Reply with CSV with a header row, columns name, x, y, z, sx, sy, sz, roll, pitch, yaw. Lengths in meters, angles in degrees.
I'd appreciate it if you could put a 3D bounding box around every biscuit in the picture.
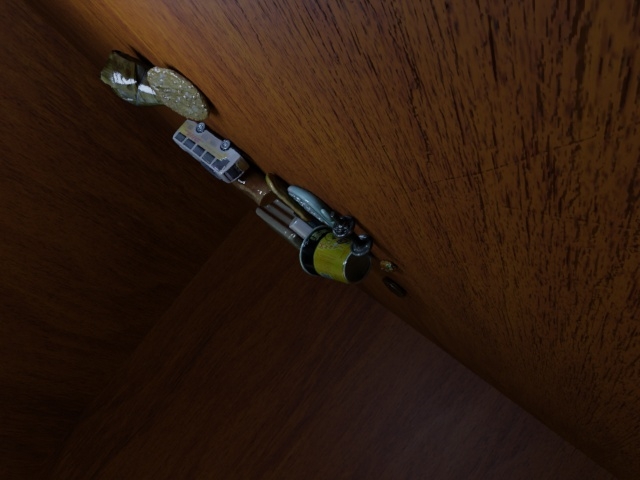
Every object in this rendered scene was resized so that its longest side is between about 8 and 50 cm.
name,x,y,z,sx,sy,sz,roll,pitch,yaw
biscuit,0.325,0.208,2.154,0.124,0.026,0.175,39,174,16
biscuit,-0.430,-0.442,1.490,0.219,0.033,0.220,24,160,9
biscuit,-0.113,-0.162,1.820,0.247,0.029,0.119,41,-154,-31

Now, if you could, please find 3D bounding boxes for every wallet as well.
name,x,y,z,sx,sy,sz,roll,pitch,yaw
wallet,0.042,-0.010,2.132,0.379,0.046,0.190,39,176,-15

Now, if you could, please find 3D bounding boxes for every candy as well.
name,x,y,z,sx,sy,sz,roll,pitch,yaw
candy,-0.161,-0.081,2.434,0.320,0.135,0.179,35,172,34

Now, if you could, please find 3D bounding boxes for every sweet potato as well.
name,x,y,z,sx,sy,sz,roll,pitch,yaw
sweet potato,-0.324,-0.272,2.005,0.336,0.131,0.131,37,175,3

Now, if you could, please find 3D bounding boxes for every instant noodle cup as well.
name,x,y,z,sx,sy,sz,roll,pitch,yaw
instant noodle cup,0.066,0.069,1.901,0.236,0.216,0.215,22,164,48

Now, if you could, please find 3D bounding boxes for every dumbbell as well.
name,x,y,z,sx,sy,sz,roll,pitch,yaw
dumbbell,0.101,-0.013,1.528,0.081,0.082,0.254,33,172,47

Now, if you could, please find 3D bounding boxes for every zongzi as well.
name,x,y,z,sx,sy,sz,roll,pitch,yaw
zongzi,-0.555,-0.505,1.681,0.299,0.139,0.286,22,-179,1

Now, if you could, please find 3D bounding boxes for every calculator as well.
name,x,y,z,sx,sy,sz,roll,pitch,yaw
calculator,-0.021,-0.117,1.689,0.184,0.042,0.295,42,176,-33

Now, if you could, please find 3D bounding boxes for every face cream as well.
name,x,y,z,sx,sy,sz,roll,pitch,yaw
face cream,0.000,0.000,2.264,0.311,0.092,0.092,39,175,-13

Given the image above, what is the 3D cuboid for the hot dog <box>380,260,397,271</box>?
name,x,y,z,sx,sy,sz,roll,pitch,yaw
hot dog,0.239,0.095,1.736,0.049,0.037,0.122,36,177,-4

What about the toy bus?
name,x,y,z,sx,sy,sz,roll,pitch,yaw
toy bus,-0.434,-0.357,1.927,0.342,0.138,0.097,38,173,27
